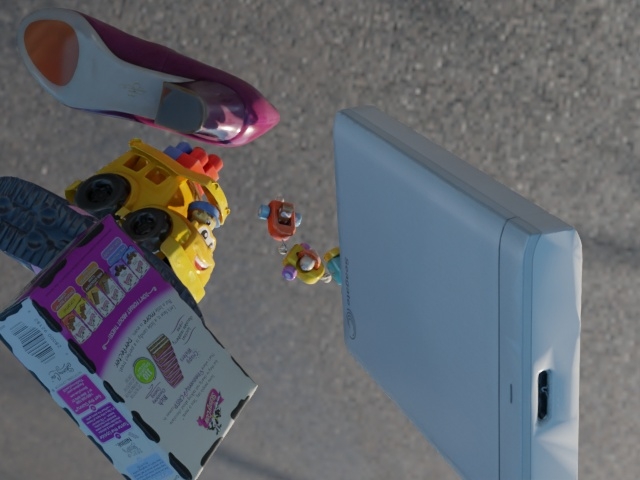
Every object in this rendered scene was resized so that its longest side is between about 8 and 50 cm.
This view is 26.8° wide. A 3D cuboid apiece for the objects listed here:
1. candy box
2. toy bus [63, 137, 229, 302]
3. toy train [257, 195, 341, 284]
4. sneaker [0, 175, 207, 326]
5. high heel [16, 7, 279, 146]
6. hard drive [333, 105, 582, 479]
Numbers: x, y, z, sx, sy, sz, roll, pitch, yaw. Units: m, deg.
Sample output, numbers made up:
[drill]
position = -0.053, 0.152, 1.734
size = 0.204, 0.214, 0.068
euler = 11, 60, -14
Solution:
[candy box]
position = -0.184, 0.112, 1.288
size = 0.071, 0.159, 0.233
euler = -32, 103, 35
[toy bus]
position = -0.200, -0.043, 1.823
size = 0.220, 0.211, 0.149
euler = 31, 154, 34
[toy train]
position = 0.000, 0.000, 1.769
size = 0.166, 0.125, 0.046
euler = 16, 143, -22
[sneaker]
position = -0.257, 0.035, 1.584
size = 0.319, 0.112, 0.131
euler = 39, 178, 6
[high heel]
position = -0.240, -0.217, 1.828
size = 0.377, 0.127, 0.181
euler = 31, -162, 28
[hard drive]
position = 0.093, 0.048, 1.037
size = 0.047, 0.233, 0.353
euler = -9, -159, -16
